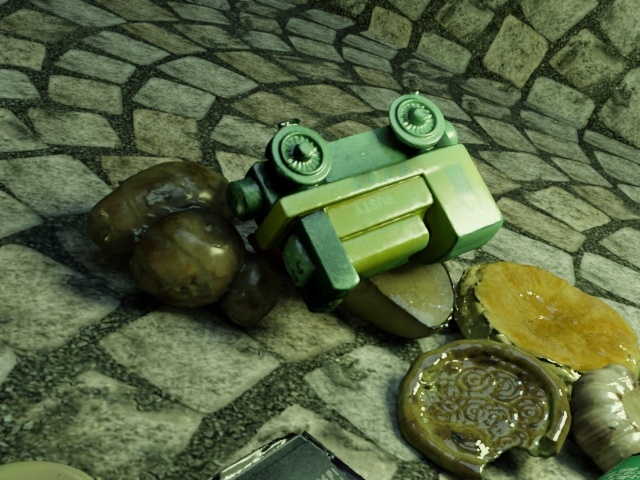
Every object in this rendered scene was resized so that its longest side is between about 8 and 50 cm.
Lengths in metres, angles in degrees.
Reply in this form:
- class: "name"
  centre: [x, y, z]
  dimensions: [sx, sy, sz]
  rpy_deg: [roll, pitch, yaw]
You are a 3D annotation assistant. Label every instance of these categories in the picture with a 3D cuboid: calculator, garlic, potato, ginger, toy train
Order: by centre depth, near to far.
- class: "calculator"
  centre: [0.017, 0.311, 0.854]
  dimensions: [0.274, 0.028, 0.166]
  rpy_deg: [34, 34, 30]
- class: "garlic"
  centre: [0.409, 0.256, 1.115]
  dimensions: [0.147, 0.102, 0.159]
  rpy_deg: [-1, 57, -37]
- class: "toy train"
  centre: [0.069, -0.059, 1.165]
  dimensions: [0.397, 0.160, 0.253]
  rpy_deg: [-19, 76, -28]
- class: "ginger"
  centre: [-0.193, 0.006, 1.168]
  dimensions: [0.245, 0.155, 0.304]
  rpy_deg: [2, 39, -42]
- class: "potato"
  centre: [0.100, 0.055, 1.254]
  dimensions: [0.243, 0.098, 0.138]
  rpy_deg: [35, 53, 7]

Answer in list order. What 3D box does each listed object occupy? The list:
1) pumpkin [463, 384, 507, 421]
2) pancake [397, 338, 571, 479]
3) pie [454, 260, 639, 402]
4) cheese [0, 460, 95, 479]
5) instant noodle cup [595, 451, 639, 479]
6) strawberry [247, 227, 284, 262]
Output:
- class: "pumpkin"
  centre: [0.235, 0.227, 1.114]
  dimensions: [0.074, 0.053, 0.083]
  rpy_deg: [-22, 54, -27]
- class: "pancake"
  centre: [0.214, 0.217, 1.067]
  dimensions: [0.235, 0.029, 0.212]
  rpy_deg: [-19, 49, -18]
- class: "pie"
  centre: [0.369, 0.143, 1.316]
  dimensions: [0.340, 0.083, 0.339]
  rpy_deg: [16, 26, -8]
- class: "cheese"
  centre: [-0.232, 0.261, 0.751]
  dimensions: [0.228, 0.064, 0.137]
  rpy_deg: [0, 34, -34]
- class: "instant noodle cup"
  centre: [0.352, 0.331, 0.811]
  dimensions: [0.251, 0.251, 0.190]
  rpy_deg: [33, 22, 26]
- class: "strawberry"
  centre: [0.000, 0.000, 1.314]
  dimensions: [0.237, 0.190, 0.111]
  rpy_deg: [-19, 86, -33]
